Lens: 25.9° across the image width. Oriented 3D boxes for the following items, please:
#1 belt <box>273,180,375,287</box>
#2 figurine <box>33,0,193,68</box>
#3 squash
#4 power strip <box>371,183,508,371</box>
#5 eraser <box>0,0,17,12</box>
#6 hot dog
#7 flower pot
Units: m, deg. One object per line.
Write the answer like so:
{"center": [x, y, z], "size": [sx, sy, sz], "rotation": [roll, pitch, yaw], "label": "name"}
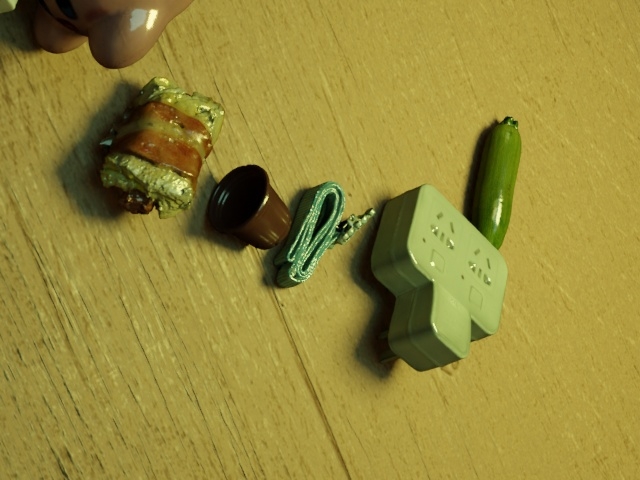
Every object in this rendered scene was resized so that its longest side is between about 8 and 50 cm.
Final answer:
{"center": [-0.003, 0.001, 2.053], "size": [0.100, 0.065, 0.179], "rotation": [38, 61, -18], "label": "belt"}
{"center": [-0.256, -0.372, 1.779], "size": [0.261, 0.269, 0.211], "rotation": [-41, 130, -26], "label": "figurine"}
{"center": [0.292, -0.097, 2.308], "size": [0.069, 0.069, 0.258], "rotation": [26, 66, -33], "label": "squash"}
{"center": [0.166, 0.082, 2.151], "size": [0.229, 0.141, 0.261], "rotation": [41, 44, -27], "label": "power strip"}
{"center": [-0.436, -0.422, 1.704], "size": [0.104, 0.189, 0.290], "rotation": [55, 42, -65], "label": "eraser"}
{"center": [-0.216, -0.122, 1.879], "size": [0.146, 0.103, 0.213], "rotation": [31, 51, -8], "label": "hot dog"}
{"center": [-0.091, -0.039, 1.965], "size": [0.089, 0.111, 0.111], "rotation": [39, 58, -41], "label": "flower pot"}
